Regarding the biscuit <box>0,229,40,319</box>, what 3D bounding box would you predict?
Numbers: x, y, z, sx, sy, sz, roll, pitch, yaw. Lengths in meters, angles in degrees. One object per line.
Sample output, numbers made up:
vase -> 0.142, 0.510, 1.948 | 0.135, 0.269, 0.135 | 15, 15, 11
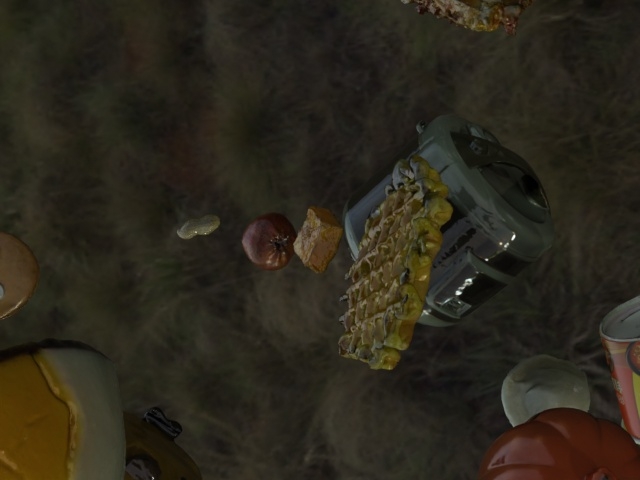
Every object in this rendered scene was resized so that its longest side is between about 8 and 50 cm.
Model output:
biscuit -> -0.522, 0.051, 1.375 | 0.047, 0.340, 0.216 | 121, 145, -77

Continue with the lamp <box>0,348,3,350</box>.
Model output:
lamp -> -0.580, 0.173, 1.638 | 0.301, 0.247, 0.247 | 44, 160, -23

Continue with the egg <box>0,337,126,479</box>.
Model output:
egg -> -0.291, 0.240, 0.923 | 0.201, 0.337, 0.337 | 62, 141, 19

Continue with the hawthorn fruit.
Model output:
hawthorn fruit -> -0.105, 0.000, 2.316 | 0.128, 0.128, 0.128 | 21, 117, 47

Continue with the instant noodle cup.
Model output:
instant noodle cup -> 0.517, 0.177, 1.647 | 0.213, 0.213, 0.174 | -8, 110, 53

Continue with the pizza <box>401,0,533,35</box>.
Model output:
pizza -> 0.278, -0.419, 1.958 | 0.228, 0.289, 0.081 | -90, -1, -56

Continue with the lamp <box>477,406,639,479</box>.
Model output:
lamp -> 0.245, 0.257, 1.093 | 0.187, 0.188, 0.164 | 60, 154, 19

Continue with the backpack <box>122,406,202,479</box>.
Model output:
backpack -> -0.348, 0.434, 1.824 | 0.353, 0.378, 0.201 | 41, 123, -15

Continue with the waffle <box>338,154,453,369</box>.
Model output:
waffle -> 0.106, 0.031, 1.597 | 0.329, 0.062, 0.329 | -162, 90, -77

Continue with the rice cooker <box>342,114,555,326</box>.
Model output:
rice cooker -> 0.245, -0.038, 2.016 | 0.325, 0.335, 0.335 | -42, 66, 23

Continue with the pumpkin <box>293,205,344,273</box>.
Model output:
pumpkin -> 0.000, 0.000, 1.628 | 0.083, 0.054, 0.074 | -65, 28, 20

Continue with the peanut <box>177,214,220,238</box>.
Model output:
peanut -> -0.229, -0.026, 2.093 | 0.037, 0.083, 0.037 | -15, -90, -87

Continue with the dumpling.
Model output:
dumpling -> 0.395, 0.275, 1.968 | 0.155, 0.181, 0.111 | 25, 116, -5
